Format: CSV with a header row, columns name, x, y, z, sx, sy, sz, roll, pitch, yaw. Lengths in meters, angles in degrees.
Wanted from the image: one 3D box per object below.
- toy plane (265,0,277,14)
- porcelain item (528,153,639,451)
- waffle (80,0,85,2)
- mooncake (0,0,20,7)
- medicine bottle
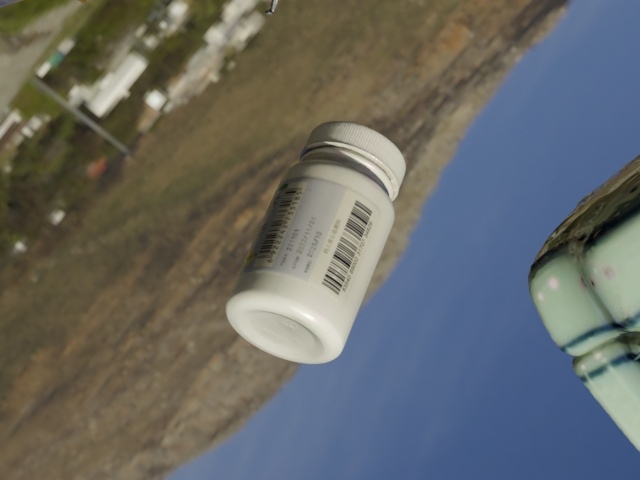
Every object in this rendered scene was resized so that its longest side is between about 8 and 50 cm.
name,x,y,z,sx,sy,sz,roll,pitch,yaw
toy plane,-0.022,-0.190,0.964,0.083,0.031,0.078,-77,-177,-59
porcelain item,0.272,-0.017,0.846,0.281,0.157,0.286,-35,179,22
waffle,-0.165,-0.278,0.642,0.224,0.327,0.098,25,-126,33
mooncake,-0.251,-0.361,1.219,0.324,0.324,0.187,-37,173,38
medicine bottle,0.000,0.000,1.211,0.103,0.103,0.186,-25,-143,55
